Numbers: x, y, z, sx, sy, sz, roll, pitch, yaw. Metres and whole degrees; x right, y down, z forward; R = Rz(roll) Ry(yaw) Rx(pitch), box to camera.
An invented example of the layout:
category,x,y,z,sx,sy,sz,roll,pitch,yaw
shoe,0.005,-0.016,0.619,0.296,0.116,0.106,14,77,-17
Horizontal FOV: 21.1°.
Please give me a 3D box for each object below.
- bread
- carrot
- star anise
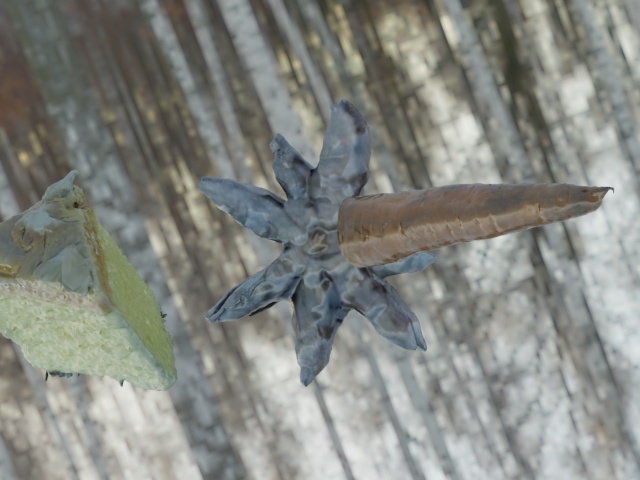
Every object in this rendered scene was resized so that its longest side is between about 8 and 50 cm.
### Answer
category,x,y,z,sx,sy,sz,roll,pitch,yaw
bread,-0.184,0.051,1.302,0.127,0.147,0.152,-37,-142,-6
carrot,0.108,-0.017,1.222,0.224,0.057,0.057,-7,-165,42
star anise,0.000,0.000,1.429,0.229,0.236,0.093,21,-172,6
